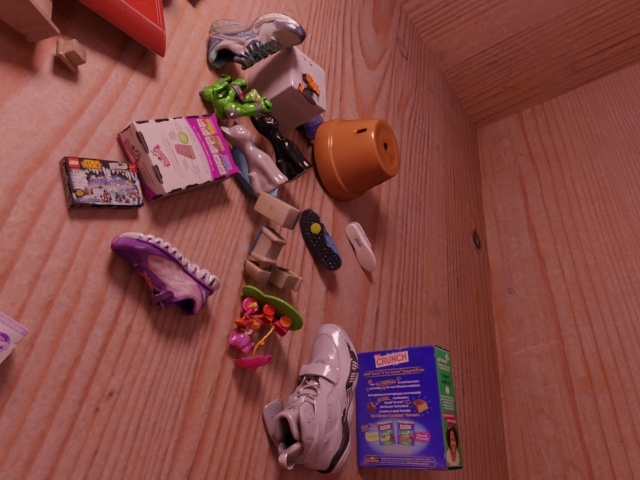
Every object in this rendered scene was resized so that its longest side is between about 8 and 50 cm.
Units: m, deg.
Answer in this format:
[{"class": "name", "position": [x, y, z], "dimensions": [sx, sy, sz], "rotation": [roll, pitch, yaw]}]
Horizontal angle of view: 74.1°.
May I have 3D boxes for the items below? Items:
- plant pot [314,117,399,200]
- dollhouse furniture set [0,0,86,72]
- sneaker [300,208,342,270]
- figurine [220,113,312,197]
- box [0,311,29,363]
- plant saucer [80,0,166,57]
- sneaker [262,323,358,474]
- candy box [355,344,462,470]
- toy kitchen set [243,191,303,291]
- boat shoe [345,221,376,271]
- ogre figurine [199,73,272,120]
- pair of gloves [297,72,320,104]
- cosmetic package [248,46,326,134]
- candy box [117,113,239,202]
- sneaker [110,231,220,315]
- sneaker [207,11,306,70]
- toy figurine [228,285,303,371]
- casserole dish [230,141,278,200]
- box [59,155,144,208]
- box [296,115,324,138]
[{"class": "plant pot", "position": [0.141, -0.297, 1.464], "dimensions": [0.291, 0.204, 0.290], "rotation": [21, 64, -52]}, {"class": "dollhouse furniture set", "position": [-0.603, -0.517, 0.747], "dimensions": [0.355, 0.174, 0.303], "rotation": [67, 8, -62]}, {"class": "sneaker", "position": [0.000, 0.000, 1.307], "dimensions": [0.209, 0.069, 0.082], "rotation": [61, 3, 1]}, {"class": "figurine", "position": [-0.149, -0.241, 1.135], "dimensions": [0.209, 0.092, 0.215], "rotation": [57, 38, -6]}, {"class": "box", "position": [-0.547, 0.053, 0.541], "dimensions": [0.324, 0.067, 0.063], "rotation": [50, 42, -29]}, {"class": "plant saucer", "position": [-0.441, -0.567, 0.913], "dimensions": [0.258, 0.048, 0.258], "rotation": [23, 47, -54]}, {"class": "sneaker", "position": [-0.017, 0.371, 1.039], "dimensions": [0.210, 0.138, 0.365], "rotation": [31, 55, -46]}, {"class": "candy box", "position": [0.243, 0.480, 1.227], "dimensions": [0.122, 0.268, 0.316], "rotation": [30, 53, -47]}, {"class": "toy kitchen set", "position": [-0.103, 0.008, 1.091], "dimensions": [0.166, 0.122, 0.207], "rotation": [19, 99, -49]}, {"class": "boat shoe", "position": [0.149, 0.019, 1.492], "dimensions": [0.184, 0.066, 0.063], "rotation": [58, 37, -2]}, {"class": "ogre figurine", "position": [-0.229, -0.371, 1.100], "dimensions": [0.118, 0.097, 0.197], "rotation": [-32, 79, -32]}, {"class": "pair of gloves", "position": [-0.029, -0.419, 1.171], "dimensions": [0.074, 0.010, 0.083], "rotation": [42, 47, -35]}, {"class": "cosmetic package", "position": [-0.099, -0.439, 1.253], "dimensions": [0.151, 0.184, 0.151], "rotation": [22, 60, -47]}, {"class": "candy box", "position": [-0.310, -0.193, 0.960], "dimensions": [0.233, 0.071, 0.159], "rotation": [-31, 101, -55]}, {"class": "sneaker", "position": [-0.307, 0.074, 0.834], "dimensions": [0.236, 0.095, 0.104], "rotation": [42, 52, -36]}, {"class": "sneaker", "position": [-0.174, -0.515, 1.136], "dimensions": [0.110, 0.283, 0.122], "rotation": [43, 52, -64]}, {"class": "toy figurine", "position": [-0.150, 0.214, 0.977], "dimensions": [0.173, 0.130, 0.159], "rotation": [38, 53, -7]}, {"class": "casserole dish", "position": [-0.187, -0.186, 1.153], "dimensions": [0.188, 0.037, 0.114], "rotation": [57, 38, -20]}, {"class": "box", "position": [-0.418, -0.109, 0.817], "dimensions": [0.137, 0.027, 0.093], "rotation": [-6, 79, -54]}, {"class": "box", "position": [-0.062, -0.457, 1.438], "dimensions": [0.136, 0.037, 0.225], "rotation": [-38, 106, -53]}]
